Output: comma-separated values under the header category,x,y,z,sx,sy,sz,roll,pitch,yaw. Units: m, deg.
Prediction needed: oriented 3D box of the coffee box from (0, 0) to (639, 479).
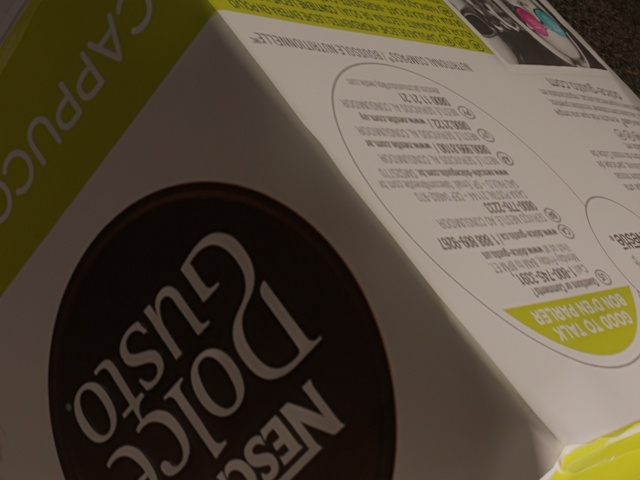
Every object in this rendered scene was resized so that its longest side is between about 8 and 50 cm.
category,x,y,z,sx,sy,sz,roll,pitch,yaw
coffee box,-0.029,0.041,0.548,0.338,0.338,0.334,-4,51,-55
